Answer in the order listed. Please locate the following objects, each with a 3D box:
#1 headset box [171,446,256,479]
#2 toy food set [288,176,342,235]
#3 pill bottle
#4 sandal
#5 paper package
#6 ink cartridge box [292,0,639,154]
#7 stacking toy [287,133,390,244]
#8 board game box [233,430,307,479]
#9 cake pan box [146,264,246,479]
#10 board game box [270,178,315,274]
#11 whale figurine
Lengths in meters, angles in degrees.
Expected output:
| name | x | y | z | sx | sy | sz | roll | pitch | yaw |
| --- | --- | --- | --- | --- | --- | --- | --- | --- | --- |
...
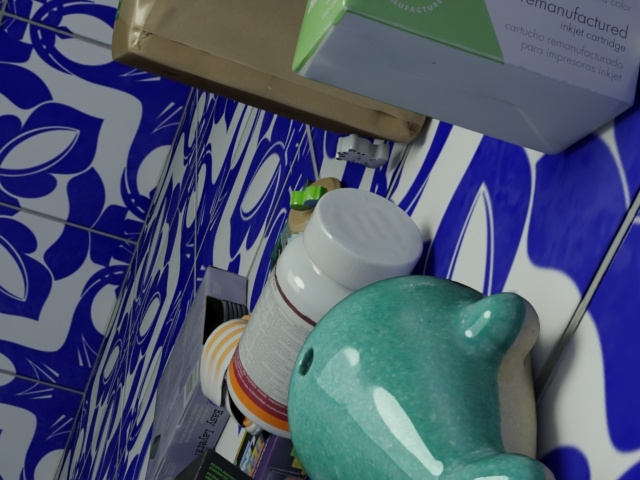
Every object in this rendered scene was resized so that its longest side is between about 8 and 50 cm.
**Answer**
| name | x | y | z | sx | sy | sz | roll | pitch | yaw |
| --- | --- | --- | --- | --- | --- | --- | --- | --- | --- |
| headset box | -0.153 | 0.363 | 1.233 | 0.246 | 0.131 | 0.283 | -45 | 14 | 33 |
| toy food set | -0.004 | -0.039 | 1.541 | 0.082 | 0.020 | 0.083 | -37 | 28 | 21 |
| pill bottle | 0.004 | 0.067 | 1.211 | 0.121 | 0.121 | 0.221 | -90 | 21 | -52 |
| sandal | -0.094 | 0.130 | 1.429 | 0.102 | 0.076 | 0.265 | -67 | 15 | 3 |
| paper package | -0.052 | -0.225 | 1.396 | 0.325 | 0.309 | 0.168 | -147 | 75 | -78 |
| ink cartridge box | 0.125 | -0.261 | 0.927 | 0.119 | 0.207 | 0.354 | 137 | 147 | -68 |
| stacking toy | 0.000 | 0.000 | 1.401 | 0.221 | 0.052 | 0.167 | 149 | 133 | -63 |
| board game box | -0.057 | 0.246 | 1.403 | 0.141 | 0.048 | 0.170 | -110 | 39 | -71 |
| cake pan box | -0.175 | 0.203 | 1.906 | 0.246 | 0.070 | 0.267 | -96 | 26 | -54 |
| board game box | -0.027 | 0.029 | 1.596 | 0.186 | 0.026 | 0.126 | -91 | 24 | -53 |
| whale figurine | 0.058 | 0.121 | 0.850 | 0.216 | 0.141 | 0.272 | -62 | 15 | 14 |
